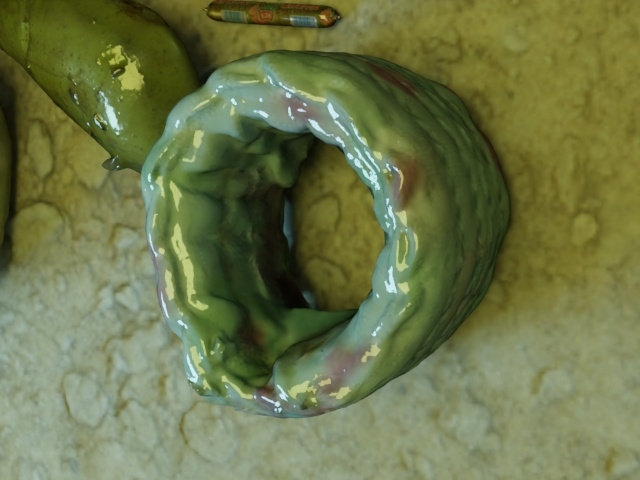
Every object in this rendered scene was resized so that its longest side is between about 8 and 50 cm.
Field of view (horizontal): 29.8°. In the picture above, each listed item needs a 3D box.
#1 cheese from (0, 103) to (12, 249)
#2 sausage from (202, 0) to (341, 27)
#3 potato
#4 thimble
[{"bbox_3d":[-0.306,-0.034,0.804,0.117,0.214,0.226,5,90,22],"label":"cheese"},{"bbox_3d":[-0.032,-0.144,0.761,0.100,0.015,0.015,9,98,27],"label":"sausage"},{"bbox_3d":[-0.142,-0.117,0.784,0.188,0.085,0.105,35,131,24],"label":"potato"},{"bbox_3d":[0.000,0.000,0.684,0.185,0.149,0.211,26,106,21],"label":"thimble"}]
